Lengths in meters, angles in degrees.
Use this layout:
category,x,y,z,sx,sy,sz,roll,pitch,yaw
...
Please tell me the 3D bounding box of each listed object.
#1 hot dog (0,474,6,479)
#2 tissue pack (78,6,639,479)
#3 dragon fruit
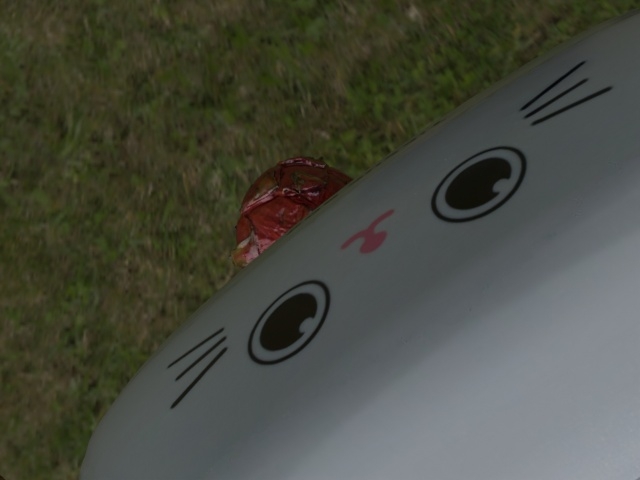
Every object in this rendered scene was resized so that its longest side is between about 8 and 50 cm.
category,x,y,z,sx,sy,sz,roll,pitch,yaw
hot dog,-0.295,0.287,1.160,0.144,0.268,0.075,-40,158,-29
tissue pack,0.081,0.072,0.495,0.333,0.236,0.229,-37,99,9
dragon fruit,0.001,-0.004,1.840,0.223,0.148,0.218,-35,108,-22
